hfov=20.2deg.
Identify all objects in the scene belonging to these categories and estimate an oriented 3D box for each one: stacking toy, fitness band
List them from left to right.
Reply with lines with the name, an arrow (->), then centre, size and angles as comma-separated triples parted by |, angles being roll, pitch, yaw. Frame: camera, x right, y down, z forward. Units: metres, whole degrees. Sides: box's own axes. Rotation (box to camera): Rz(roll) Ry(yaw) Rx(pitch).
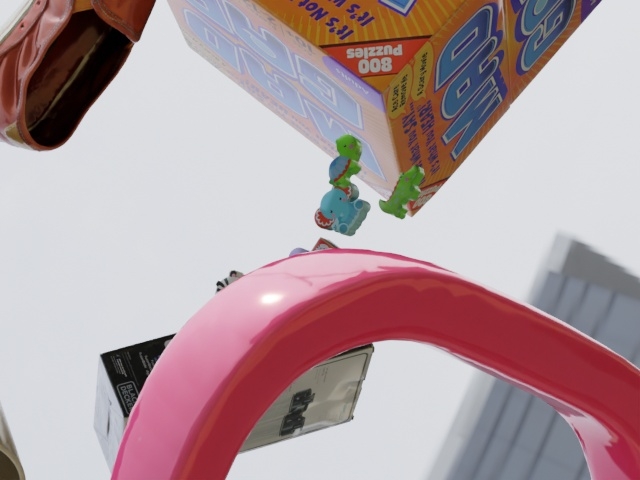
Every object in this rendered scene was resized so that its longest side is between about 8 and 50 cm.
stacking toy -> 0.000, 0.000, 1.751 | 0.221, 0.052, 0.167 | -55, -25, 7
fitness band -> 0.037, 0.120, 0.676 | 0.291, 0.054, 0.209 | 26, -98, -41

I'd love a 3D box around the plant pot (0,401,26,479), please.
plant pot -> -0.412, 0.120, 1.621 | 0.256, 0.274, 0.256 | -11, -36, -8

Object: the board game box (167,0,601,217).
board game box -> 0.065, -0.314, 1.948 | 0.356, 0.356, 0.356 | -49, -18, -10

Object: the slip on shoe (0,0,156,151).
slip on shoe -> -0.185, -0.216, 1.571 | 0.331, 0.101, 0.123 | -55, -39, 3

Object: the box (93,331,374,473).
box -> -0.098, 0.163, 1.981 | 0.290, 0.087, 0.169 | -15, -31, -18
